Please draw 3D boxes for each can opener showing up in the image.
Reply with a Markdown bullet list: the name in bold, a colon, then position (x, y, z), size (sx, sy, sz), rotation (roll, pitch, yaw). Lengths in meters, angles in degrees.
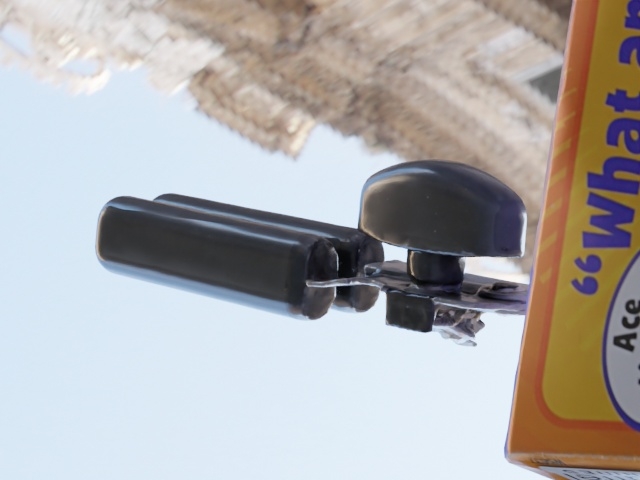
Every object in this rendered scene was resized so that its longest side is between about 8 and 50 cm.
- **can opener**: position (0.000, 0.000, 1.009), size (0.074, 0.280, 0.093), rotation (-2, -84, -49)

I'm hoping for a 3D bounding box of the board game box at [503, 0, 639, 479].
- **board game box**: position (0.332, -0.049, 0.697), size (0.356, 0.356, 0.357), rotation (24, -109, -46)
